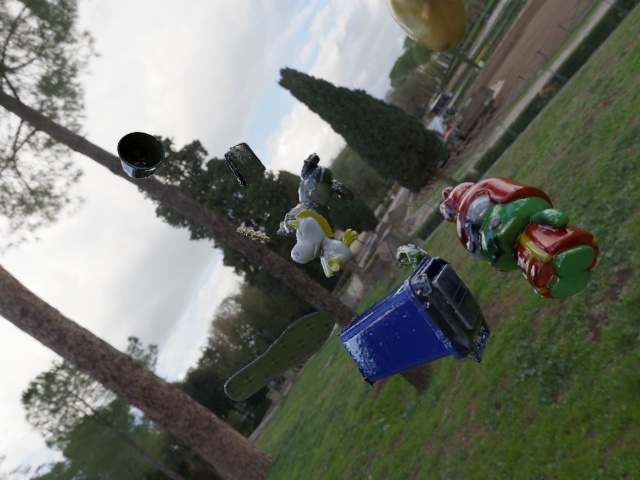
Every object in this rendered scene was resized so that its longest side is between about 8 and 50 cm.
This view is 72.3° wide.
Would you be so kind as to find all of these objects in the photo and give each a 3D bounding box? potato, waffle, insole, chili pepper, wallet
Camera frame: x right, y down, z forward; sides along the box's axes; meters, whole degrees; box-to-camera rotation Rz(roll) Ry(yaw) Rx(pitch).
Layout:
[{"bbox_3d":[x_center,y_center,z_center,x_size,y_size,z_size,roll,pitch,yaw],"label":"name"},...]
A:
[{"bbox_3d":[0.222,-0.497,0.928,0.150,0.234,0.146,-16,-39,-8],"label":"potato"},{"bbox_3d":[-0.166,-0.015,1.072,0.085,0.078,0.016,12,-83,-60],"label":"waffle"},{"bbox_3d":[-0.095,0.282,1.073,0.322,0.109,0.007,-36,23,-5],"label":"insole"},{"bbox_3d":[0.263,0.044,1.308,0.073,0.072,0.204,-57,8,-3],"label":"chili pepper"},{"bbox_3d":[-0.326,-0.335,1.888,0.045,0.172,0.318,-30,16,15],"label":"wallet"}]

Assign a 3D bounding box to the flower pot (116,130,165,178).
[{"bbox_3d":[-0.642,-0.296,1.564,0.157,0.157,0.107,-56,8,-32],"label":"flower pot"}]

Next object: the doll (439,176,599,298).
[{"bbox_3d":[0.361,-0.032,0.858,0.160,0.363,0.183,-28,-55,-14],"label":"doll"}]

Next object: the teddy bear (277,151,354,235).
[{"bbox_3d":[-0.001,-0.106,1.258,0.144,0.171,0.251,105,-173,-84],"label":"teddy bear"}]

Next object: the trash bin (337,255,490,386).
[{"bbox_3d":[0.169,0.163,0.812,0.234,0.184,0.162,-38,-5,32],"label":"trash bin"}]

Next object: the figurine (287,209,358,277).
[{"bbox_3d":[-0.006,0.006,1.064,0.130,0.178,0.109,-64,2,-3],"label":"figurine"}]
